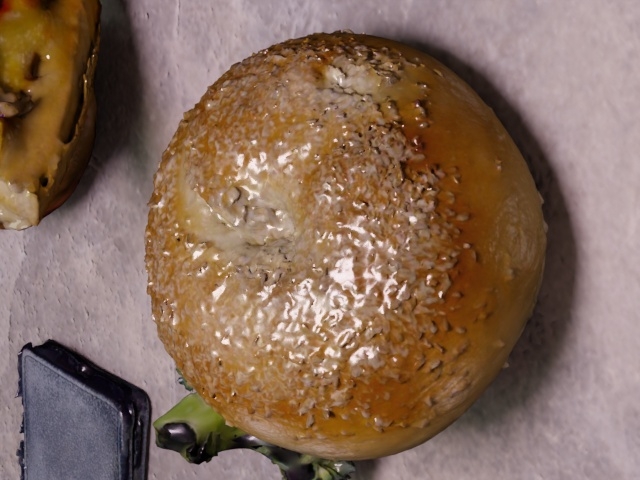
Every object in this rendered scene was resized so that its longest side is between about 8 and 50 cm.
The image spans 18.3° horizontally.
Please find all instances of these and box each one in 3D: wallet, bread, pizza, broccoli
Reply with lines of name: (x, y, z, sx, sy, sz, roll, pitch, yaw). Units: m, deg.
wallet: (-0.215, 0.210, 1.798, 0.167, 0.036, 0.222, 23, 119, 42)
bread: (0.000, 0.000, 1.343, 0.305, 0.159, 0.305, -8, 76, 32)
pizza: (-0.336, -0.241, 1.479, 0.130, 0.406, 0.440, -33, 53, 39)
broccoli: (-0.048, 0.118, 1.487, 0.154, 0.160, 0.167, 25, 138, 41)

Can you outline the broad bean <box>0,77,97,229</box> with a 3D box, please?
broad bean: (-0.261, -0.096, 1.694, 0.228, 0.122, 0.156, -35, 49, 42)
